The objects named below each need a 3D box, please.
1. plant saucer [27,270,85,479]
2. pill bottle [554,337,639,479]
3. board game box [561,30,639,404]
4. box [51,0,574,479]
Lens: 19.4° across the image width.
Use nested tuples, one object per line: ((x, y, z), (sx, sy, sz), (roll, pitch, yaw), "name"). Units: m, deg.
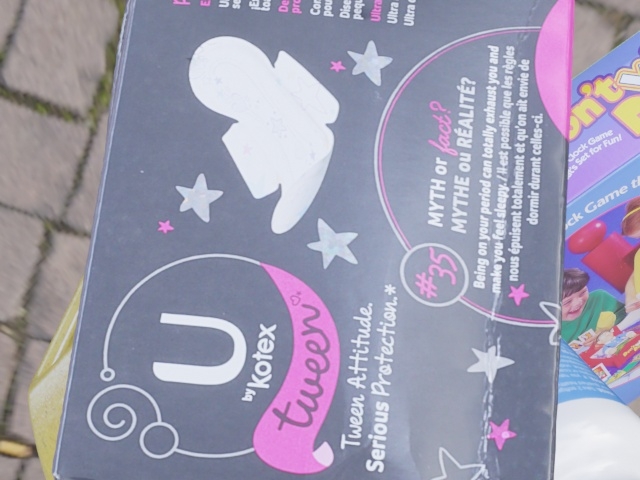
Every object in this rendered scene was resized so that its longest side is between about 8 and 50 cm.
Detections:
((-0.064, -0.019, 1.144), (0.081, 0.333, 0.333), (31, 53, -12), "plant saucer")
((0.101, 0.112, 0.984), (0.124, 0.124, 0.221), (-34, 43, -6), "pill bottle")
((0.238, -0.033, 1.209), (0.347, 0.233, 0.078), (-35, 50, 4), "board game box")
((0.000, 0.000, 0.621), (0.142, 0.163, 0.247), (7, 62, 0), "box")
